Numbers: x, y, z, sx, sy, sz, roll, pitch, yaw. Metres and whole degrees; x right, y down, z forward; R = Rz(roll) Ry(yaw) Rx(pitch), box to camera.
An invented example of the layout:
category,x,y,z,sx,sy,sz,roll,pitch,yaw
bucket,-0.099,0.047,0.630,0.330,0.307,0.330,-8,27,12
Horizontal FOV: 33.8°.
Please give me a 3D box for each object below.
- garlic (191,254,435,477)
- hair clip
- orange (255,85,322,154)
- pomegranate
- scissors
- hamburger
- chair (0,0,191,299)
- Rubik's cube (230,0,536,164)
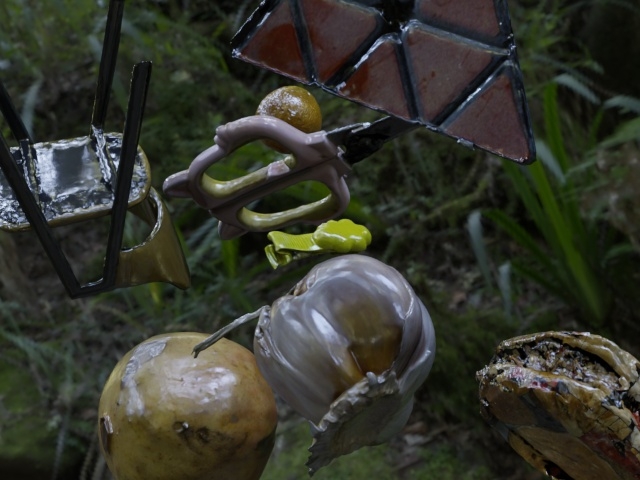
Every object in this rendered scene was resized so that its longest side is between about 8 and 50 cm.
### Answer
category,x,y,z,sx,sy,sz,roll,pitch,yaw
garlic,-0.013,0.132,1.016,0.256,0.207,0.207,-12,13,9
hair clip,0.000,0.000,1.632,0.173,0.046,0.072,-8,44,-23
orange,-0.037,-0.142,1.242,0.085,0.085,0.085,-23,11,5
pomegranate,-0.198,0.267,1.548,0.281,0.281,0.281,-23,11,5
scissors,0.016,-0.078,0.908,0.317,0.160,0.024,-21,50,25
hamburger,0.282,0.195,1.176,0.231,0.231,0.107,-8,41,56
chair,-0.202,-0.059,0.892,0.172,0.247,0.159,-9,34,-16
Rubik's cube,0.058,-0.154,0.685,0.190,0.211,0.178,-5,8,28
